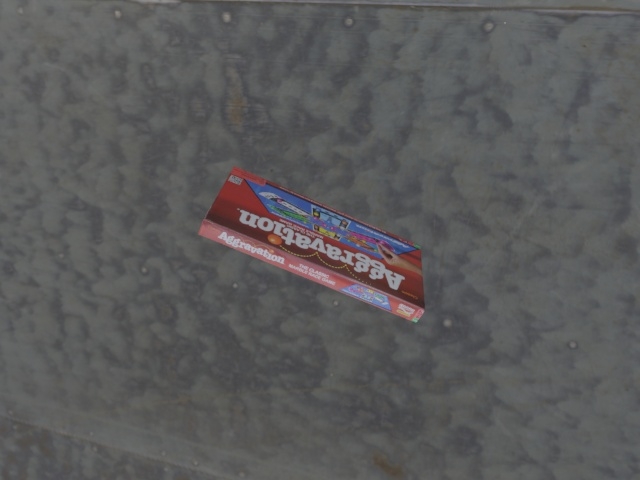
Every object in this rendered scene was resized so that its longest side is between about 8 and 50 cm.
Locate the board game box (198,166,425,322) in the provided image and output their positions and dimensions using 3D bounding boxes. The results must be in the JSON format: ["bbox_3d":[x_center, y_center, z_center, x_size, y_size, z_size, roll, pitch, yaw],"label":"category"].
[{"bbox_3d":[0.000,0.000,0.704,0.281,0.145,0.027,23,123,-7],"label":"board game box"}]
